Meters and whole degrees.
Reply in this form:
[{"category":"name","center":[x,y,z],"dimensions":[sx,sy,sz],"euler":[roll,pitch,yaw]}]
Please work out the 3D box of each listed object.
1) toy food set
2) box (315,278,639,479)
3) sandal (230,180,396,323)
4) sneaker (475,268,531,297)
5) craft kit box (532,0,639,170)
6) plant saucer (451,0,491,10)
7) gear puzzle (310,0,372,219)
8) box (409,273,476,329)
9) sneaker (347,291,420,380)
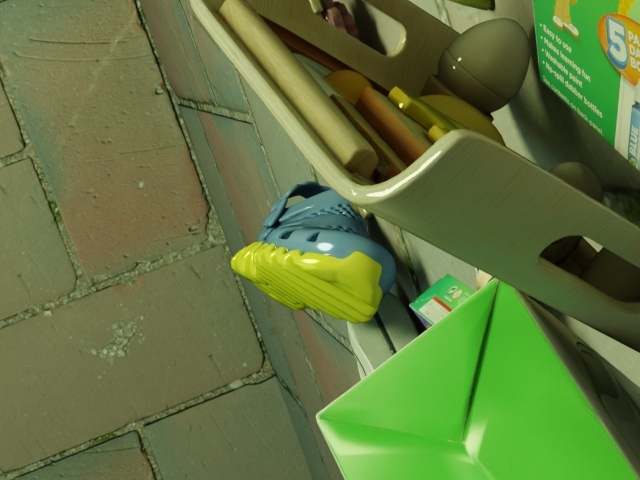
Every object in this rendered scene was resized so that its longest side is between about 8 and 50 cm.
[{"category":"toy food set","center":[0.075,-0.067,0.636],"dimensions":[0.219,0.092,0.306],"euler":[26,-163,-34]},{"category":"box","center":[0.146,0.183,0.611],"dimensions":[0.231,0.126,0.262],"euler":[35,-159,-50]},{"category":"sandal","center":[0.000,0.000,1.308],"dimensions":[0.126,0.138,0.317],"euler":[37,171,-18]},{"category":"sneaker","center":[0.129,0.027,0.891],"dimensions":[0.109,0.040,0.044],"euler":[128,124,-78]},{"category":"craft kit box","center":[0.148,-0.114,0.448],"dimensions":[0.250,0.061,0.247],"euler":[-123,18,-51]},{"category":"plant saucer","center":[0.036,-0.251,0.797],"dimensions":[0.188,0.045,0.188],"euler":[-125,16,-56]},{"category":"gear puzzle","center":[0.027,-0.113,1.180],"dimensions":[0.339,0.044,0.175],"euler":[106,140,-79]},{"category":"box","center":[0.141,0.112,0.894],"dimensions":[0.179,0.043,0.105],"euler":[51,177,-19]},{"category":"sneaker","center":[0.097,0.168,1.273],"dimensions":[0.091,0.094,0.258],"euler":[66,-175,-53]}]
